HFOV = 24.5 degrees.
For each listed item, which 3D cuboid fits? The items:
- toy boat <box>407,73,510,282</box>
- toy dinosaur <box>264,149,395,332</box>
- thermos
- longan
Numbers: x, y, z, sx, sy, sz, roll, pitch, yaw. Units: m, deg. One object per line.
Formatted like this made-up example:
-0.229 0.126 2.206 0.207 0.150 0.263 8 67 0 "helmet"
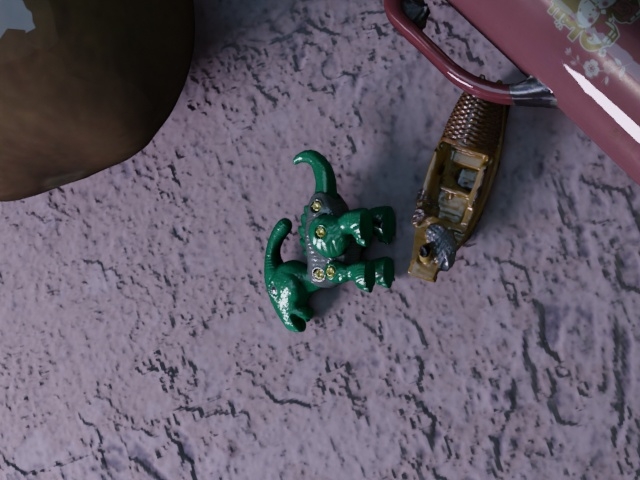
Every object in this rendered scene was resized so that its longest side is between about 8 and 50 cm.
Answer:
0.095 -0.043 1.030 0.047 0.049 0.149 20 92 22 "toy boat"
0.000 0.000 1.063 0.096 0.059 0.132 -4 91 27 "toy dinosaur"
0.142 -0.165 0.995 0.330 0.109 0.136 48 123 19 "thermos"
-0.211 -0.144 1.073 0.248 0.248 0.248 -2 84 22 "longan"
